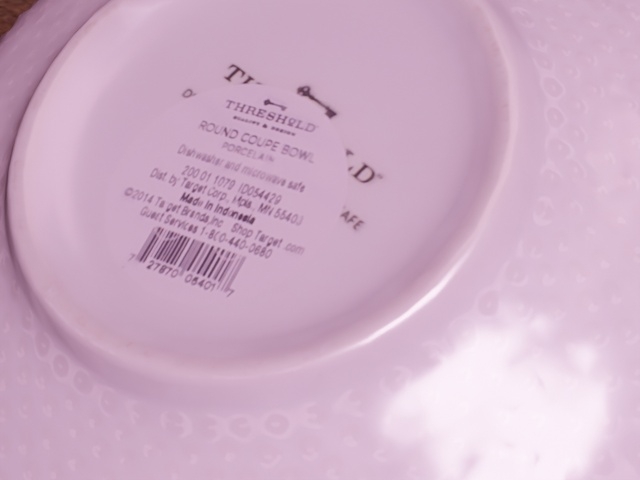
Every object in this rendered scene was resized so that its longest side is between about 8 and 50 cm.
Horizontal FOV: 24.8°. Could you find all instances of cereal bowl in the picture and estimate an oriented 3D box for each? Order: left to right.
[{"bbox_3d":[0.000,0.000,0.486,0.339,0.141,0.339,-7,60,12],"label":"cereal bowl"}]
